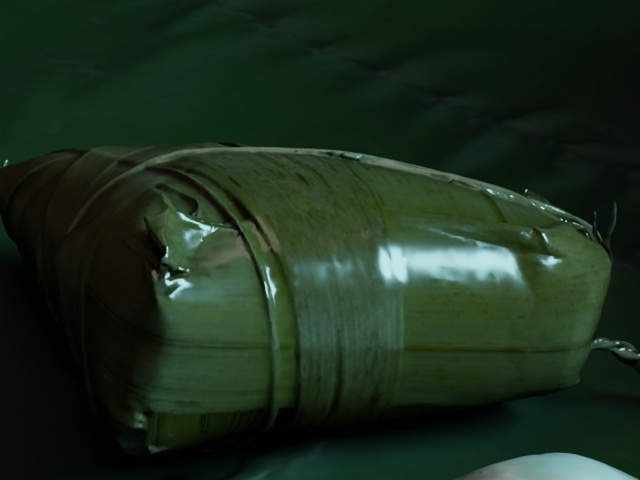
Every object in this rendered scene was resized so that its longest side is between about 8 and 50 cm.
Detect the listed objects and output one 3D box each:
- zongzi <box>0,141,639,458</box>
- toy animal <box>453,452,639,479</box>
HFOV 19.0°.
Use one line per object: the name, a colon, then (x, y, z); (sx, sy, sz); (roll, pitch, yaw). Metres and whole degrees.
zongzi: (0.000, 0.000, 0.612); (0.189, 0.081, 0.178); (-3, 20, -22)
toy animal: (0.062, 0.093, 0.382); (0.282, 0.138, 0.140); (15, 36, 22)
